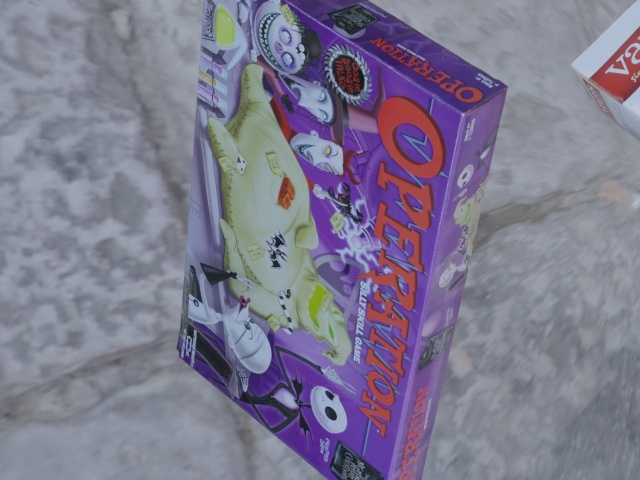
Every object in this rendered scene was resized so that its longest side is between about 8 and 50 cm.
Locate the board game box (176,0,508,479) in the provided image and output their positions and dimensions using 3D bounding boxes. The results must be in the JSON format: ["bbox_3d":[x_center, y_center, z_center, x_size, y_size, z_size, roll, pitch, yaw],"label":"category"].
[{"bbox_3d":[0.000,0.000,1.067,0.208,0.056,0.347,32,136,26],"label":"board game box"}]

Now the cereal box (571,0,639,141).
[{"bbox_3d":[0.254,-0.076,0.779,0.173,0.047,0.240,-44,48,-1],"label":"cereal box"}]
